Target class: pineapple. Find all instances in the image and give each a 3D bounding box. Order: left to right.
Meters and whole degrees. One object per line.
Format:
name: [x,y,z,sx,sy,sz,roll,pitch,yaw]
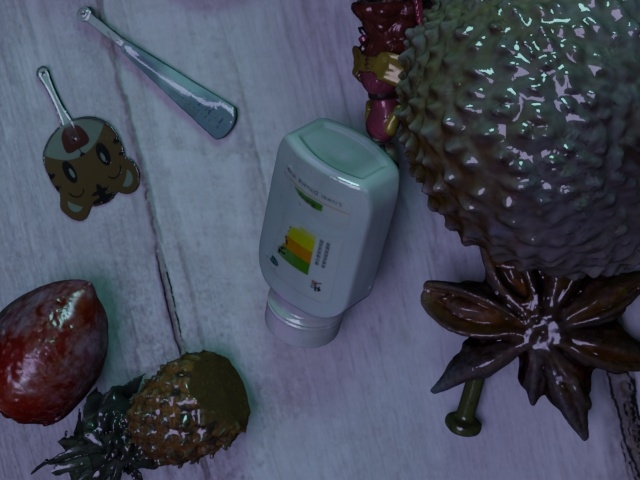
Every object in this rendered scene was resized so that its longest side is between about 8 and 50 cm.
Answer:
pineapple: [-0.277,0.280,1.816,0.364,0.165,0.166,-26,93,28]

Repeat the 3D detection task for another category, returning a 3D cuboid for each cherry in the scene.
cherry: [-0.399,0.156,1.815,0.175,0.192,0.250,33,105,-7]

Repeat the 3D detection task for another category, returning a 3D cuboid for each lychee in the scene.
lychee: [0.260,-0.140,1.354,0.432,0.380,0.381,24,118,59]

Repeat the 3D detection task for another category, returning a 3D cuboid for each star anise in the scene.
star anise: [0.276,0.111,1.557,0.315,0.108,0.315,1,102,6]

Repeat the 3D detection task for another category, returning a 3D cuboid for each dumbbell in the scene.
dumbbell: [0.201,0.202,1.652,0.046,0.052,0.118,4,109,-25]

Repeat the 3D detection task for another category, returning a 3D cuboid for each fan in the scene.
fan: [-0.362,-0.150,1.819,0.152,0.008,0.227,-24,94,26]
fan: [-0.229,-0.244,1.735,0.282,0.023,0.057,40,116,7]

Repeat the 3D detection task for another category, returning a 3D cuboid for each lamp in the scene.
lamp: [0.103,-0.192,1.564,0.118,0.118,0.253,-2,106,23]

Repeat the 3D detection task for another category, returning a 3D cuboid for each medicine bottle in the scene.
medicine bottle: [0.000,0.000,1.604,0.161,0.111,0.296,37,136,25]
